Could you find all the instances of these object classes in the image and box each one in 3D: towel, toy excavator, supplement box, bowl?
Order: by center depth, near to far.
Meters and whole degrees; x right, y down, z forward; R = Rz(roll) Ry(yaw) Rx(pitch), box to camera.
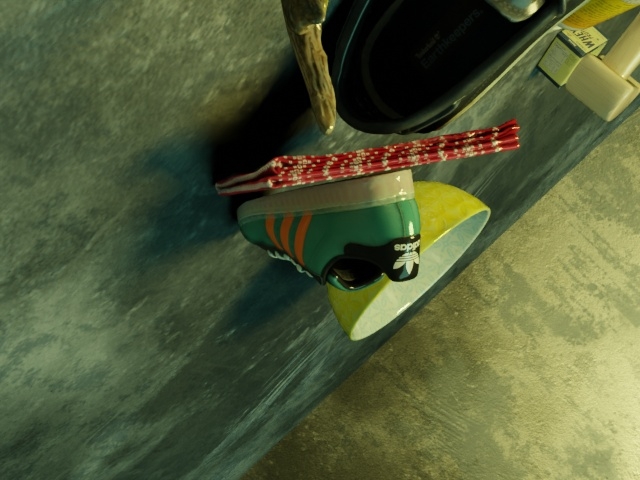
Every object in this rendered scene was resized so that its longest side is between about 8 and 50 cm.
[{"bbox_3d":[0.045,-0.083,0.950,0.275,0.031,0.199,-11,-177,-20],"label":"towel"},{"bbox_3d":[0.550,-0.402,1.261,0.445,0.222,0.433,-34,161,-41],"label":"toy excavator"},{"bbox_3d":[0.103,0.000,1.403,0.289,0.156,0.289,-39,165,-13],"label":"bowl"},{"bbox_3d":[0.424,-0.315,1.542,0.083,0.056,0.083,-33,162,-33],"label":"supplement box"}]

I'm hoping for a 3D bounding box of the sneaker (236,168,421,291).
[{"bbox_3d":[0.000,0.000,1.009,0.108,0.121,0.302,-12,-178,-31],"label":"sneaker"}]

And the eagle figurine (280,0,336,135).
[{"bbox_3d":[0.097,-0.240,0.615,0.298,0.226,0.225,-22,-164,13],"label":"eagle figurine"}]

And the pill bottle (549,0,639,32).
[{"bbox_3d":[0.321,-0.315,1.072,0.118,0.117,0.208,-35,-170,-25],"label":"pill bottle"}]

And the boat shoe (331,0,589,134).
[{"bbox_3d":[0.169,-0.268,0.807,0.156,0.187,0.500,-34,168,-49],"label":"boat shoe"}]
